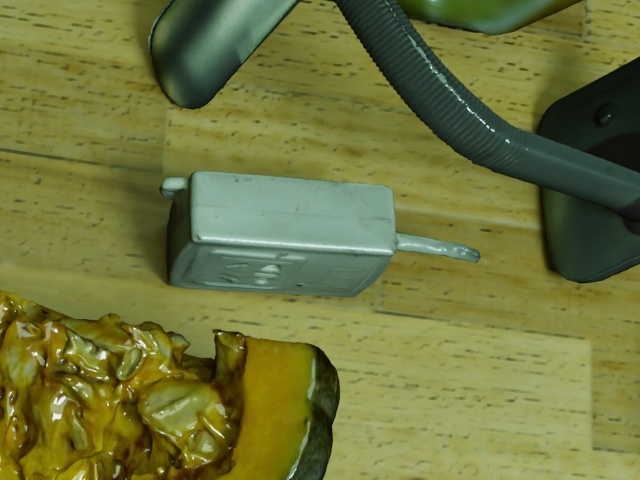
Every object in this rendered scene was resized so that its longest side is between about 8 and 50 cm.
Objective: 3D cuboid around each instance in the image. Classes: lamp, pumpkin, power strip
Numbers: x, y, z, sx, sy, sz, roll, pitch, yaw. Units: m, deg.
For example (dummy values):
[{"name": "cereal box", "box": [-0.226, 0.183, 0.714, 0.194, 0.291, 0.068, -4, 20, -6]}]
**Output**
[{"name": "lamp", "box": [0.054, -0.067, 0.846, 0.283, 0.203, 0.124, 28, 53, -28]}, {"name": "pumpkin", "box": [-0.118, 0.097, 0.747, 0.248, 0.126, 0.131, 13, 75, 9]}, {"name": "power strip", "box": [0.000, 0.000, 0.830, 0.175, 0.075, 0.042, 4, 68, -14]}]

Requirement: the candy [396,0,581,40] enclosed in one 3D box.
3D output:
[{"name": "candy", "box": [0.069, -0.214, 0.831, 0.260, 0.260, 0.118, 12, 64, -12]}]
